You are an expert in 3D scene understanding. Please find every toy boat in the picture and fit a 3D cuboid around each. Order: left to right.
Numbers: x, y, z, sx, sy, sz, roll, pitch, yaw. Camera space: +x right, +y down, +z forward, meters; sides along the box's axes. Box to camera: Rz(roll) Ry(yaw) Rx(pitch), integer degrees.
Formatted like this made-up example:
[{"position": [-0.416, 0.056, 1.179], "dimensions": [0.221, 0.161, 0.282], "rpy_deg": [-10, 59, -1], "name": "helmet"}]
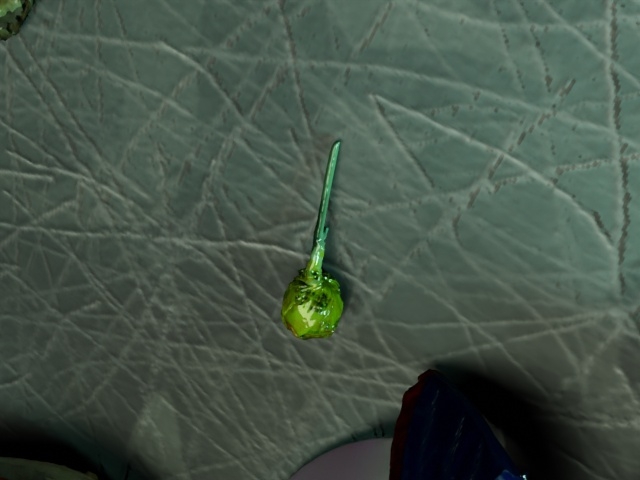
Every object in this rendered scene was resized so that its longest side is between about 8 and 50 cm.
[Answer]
[{"position": [0.029, 0.175, 0.858], "dimensions": [0.318, 0.072, 0.219], "rpy_deg": [24, 102, 59], "name": "toy boat"}]

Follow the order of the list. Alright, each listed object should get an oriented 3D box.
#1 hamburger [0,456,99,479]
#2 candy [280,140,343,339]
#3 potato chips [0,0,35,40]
[{"position": [-0.208, 0.293, 1.009], "dimensions": [0.302, 0.170, 0.302], "rpy_deg": [9, 112, 23], "name": "hamburger"}, {"position": [0.000, 0.000, 0.808], "dimensions": [0.035, 0.035, 0.123], "rpy_deg": [12, 119, 9], "name": "candy"}, {"position": [-0.237, -0.199, 0.802], "dimensions": [0.202, 0.029, 0.220], "rpy_deg": [28, 133, 8], "name": "potato chips"}]
